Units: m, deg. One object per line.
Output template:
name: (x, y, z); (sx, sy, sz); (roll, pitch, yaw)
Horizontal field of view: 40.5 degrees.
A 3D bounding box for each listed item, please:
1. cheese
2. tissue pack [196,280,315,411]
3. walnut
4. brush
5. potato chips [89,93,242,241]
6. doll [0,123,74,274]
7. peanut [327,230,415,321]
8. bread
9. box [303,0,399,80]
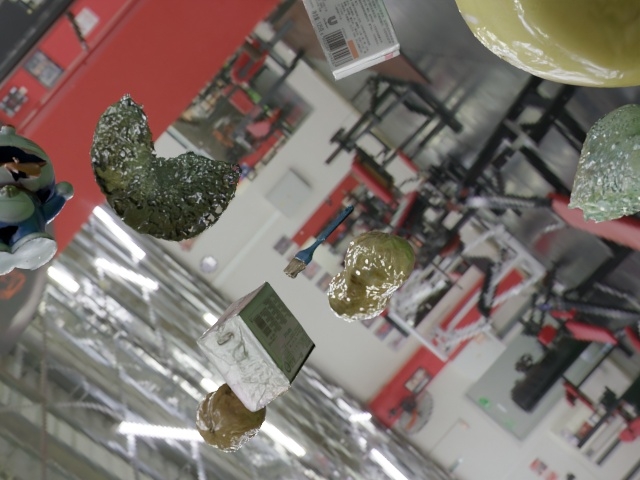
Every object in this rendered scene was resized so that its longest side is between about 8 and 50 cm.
cheese: (0.272, -0.258, 0.802); (0.316, 0.259, 0.128); (21, -158, -43)
tissue pack: (-0.125, 0.212, 1.766); (0.185, 0.124, 0.225); (55, -163, -5)
walnut: (-0.199, 0.389, 1.915); (0.166, 0.167, 0.149); (-134, 31, -83)
brush: (0.000, 0.000, 1.466); (0.014, 0.164, 0.051); (47, 170, -23)
potato chips: (-0.229, -0.096, 1.219); (0.220, 0.202, 0.029); (49, -152, -17)
doll: (-0.500, -0.064, 1.369); (0.161, 0.215, 0.256); (105, 147, -44)
peanut: (0.081, 0.063, 1.552); (0.125, 0.111, 0.274); (68, 151, 22)
bread: (0.418, -0.103, 1.238); (0.064, 0.172, 0.232); (24, -148, -11)
box: (0.050, -0.413, 1.600); (0.081, 0.135, 0.199); (17, -128, -85)
